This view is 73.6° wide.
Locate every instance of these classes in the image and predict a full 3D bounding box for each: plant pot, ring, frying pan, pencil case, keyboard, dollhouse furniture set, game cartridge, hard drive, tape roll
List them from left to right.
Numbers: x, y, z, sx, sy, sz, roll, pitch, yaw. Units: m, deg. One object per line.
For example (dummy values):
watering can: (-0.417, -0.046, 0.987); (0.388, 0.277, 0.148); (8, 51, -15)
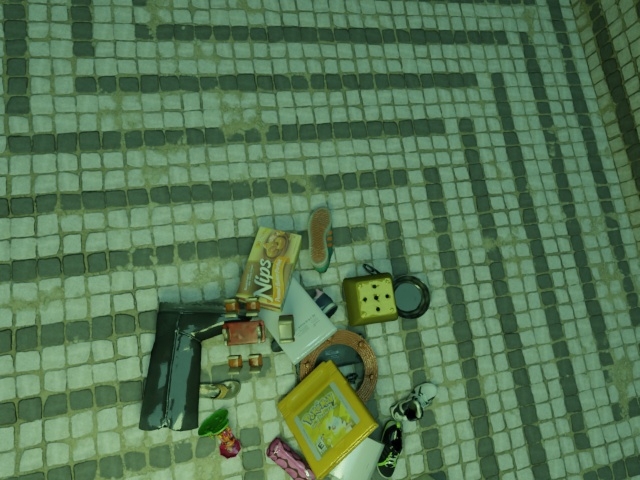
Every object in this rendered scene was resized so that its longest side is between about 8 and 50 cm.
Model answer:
dollhouse furniture set: (-0.225, 0.334, 1.563); (0.259, 0.135, 0.262); (-4, 88, -2)
hard drive: (-0.113, 0.300, 1.694); (0.210, 0.040, 0.319); (-37, 61, -12)
pencil case: (-0.109, 0.851, 1.638); (0.209, 0.098, 0.095); (40, 73, -2)
game cartridge: (0.015, 0.643, 1.579); (0.285, 0.053, 0.324); (-44, 49, 0)
keyboard: (0.051, 0.508, 1.781); (0.317, 0.033, 0.202); (-7, 79, -14)
ring: (0.081, 0.535, 1.751); (0.336, 0.032, 0.337); (3, 77, -12)
tape roll: (0.100, 0.796, 1.623); (0.246, 0.246, 0.169); (30, 74, -6)
plant pot: (0.217, 0.241, 1.771); (0.212, 0.187, 0.212); (-8, 81, -2)
frying pan: (0.325, 0.236, 1.891); (0.326, 0.053, 0.197); (14, 74, 0)

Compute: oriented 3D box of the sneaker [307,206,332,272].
sneaker: (0.000, 0.000, 1.842); (0.108, 0.121, 0.302); (1, 59, 8)

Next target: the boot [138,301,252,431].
boot: (-0.457, 0.469, 1.591); (0.366, 0.146, 0.446); (3, 70, 0)

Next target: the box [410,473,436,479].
box: (0.373, 1.059, 1.696); (0.232, 0.127, 0.149); (-15, 82, -15)

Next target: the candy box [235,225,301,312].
candy box: (-0.201, 0.113, 1.722); (0.182, 0.087, 0.317); (12, 66, 7)

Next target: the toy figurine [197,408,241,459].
toy figurine: (-0.348, 0.735, 1.585); (0.130, 0.173, 0.159); (-38, 103, -34)

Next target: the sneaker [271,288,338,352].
sneaker: (-0.088, 0.327, 1.761); (0.319, 0.112, 0.131); (-34, 64, -15)

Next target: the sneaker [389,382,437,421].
sneaker: (0.410, 0.675, 1.769); (0.234, 0.153, 0.094); (-19, 86, -16)

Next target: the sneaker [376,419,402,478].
sneaker: (0.281, 0.847, 1.726); (0.084, 0.097, 0.235); (9, 84, -11)

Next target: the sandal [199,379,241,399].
sandal: (-0.398, 0.579, 1.648); (0.180, 0.049, 0.072); (3, 77, -12)
